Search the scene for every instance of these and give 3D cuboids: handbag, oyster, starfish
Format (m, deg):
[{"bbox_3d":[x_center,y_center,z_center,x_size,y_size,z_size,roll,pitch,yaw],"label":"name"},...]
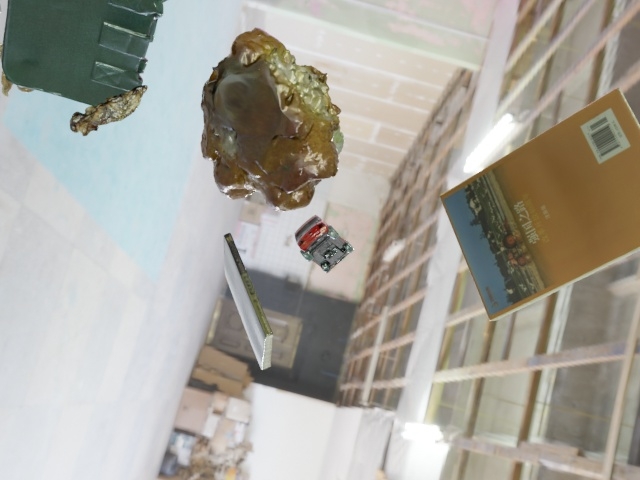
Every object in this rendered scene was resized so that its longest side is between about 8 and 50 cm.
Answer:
[{"bbox_3d":[-0.387,-0.371,1.268,0.326,0.238,0.089,124,-23,-45],"label":"handbag"},{"bbox_3d":[-0.338,-0.211,1.220,0.132,0.086,0.029,-41,130,-17],"label":"oyster"},{"bbox_3d":[-0.735,-0.441,1.859,0.053,0.150,0.210,-12,-121,44],"label":"starfish"}]

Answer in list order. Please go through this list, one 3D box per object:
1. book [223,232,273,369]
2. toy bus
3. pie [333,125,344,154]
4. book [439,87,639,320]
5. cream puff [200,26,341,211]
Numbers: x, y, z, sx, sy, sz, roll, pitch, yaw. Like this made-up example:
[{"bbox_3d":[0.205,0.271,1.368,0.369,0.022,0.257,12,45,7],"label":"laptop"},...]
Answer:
[{"bbox_3d":[-0.141,0.118,1.478,0.160,0.024,0.228,99,-30,-58],"label":"book"},{"bbox_3d":[0.000,0.000,1.585,0.081,0.089,0.195,-41,159,4],"label":"toy bus"},{"bbox_3d":[-0.075,-0.191,1.402,0.090,0.201,0.248,-54,-169,-28],"label":"pie"},{"bbox_3d":[0.400,-0.055,1.319,0.373,0.028,0.263,-33,-115,32],"label":"book"},{"bbox_3d":[-0.081,-0.177,1.133,0.154,0.240,0.269,-5,95,-58],"label":"cream puff"}]
